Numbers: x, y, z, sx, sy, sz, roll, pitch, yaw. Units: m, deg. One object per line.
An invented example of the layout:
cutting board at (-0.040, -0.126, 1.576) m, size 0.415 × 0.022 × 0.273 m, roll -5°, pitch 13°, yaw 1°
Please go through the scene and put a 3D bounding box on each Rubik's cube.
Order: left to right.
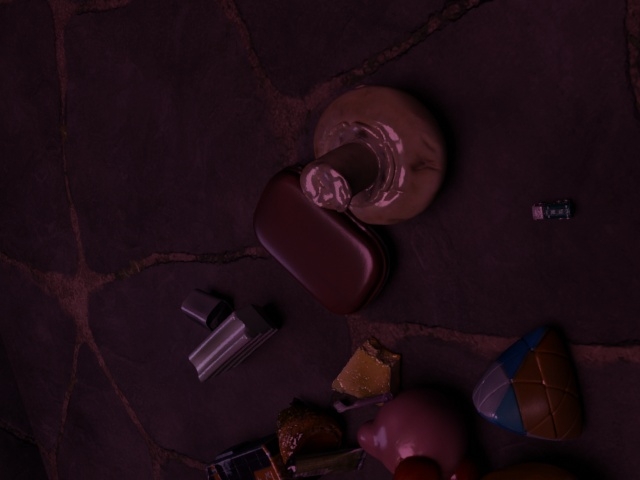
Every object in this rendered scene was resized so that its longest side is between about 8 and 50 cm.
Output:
Rubik's cube at (0.437, 0.338, 1.460) m, size 0.254 × 0.254 × 0.255 m, roll 12°, pitch 110°, yaw 36°

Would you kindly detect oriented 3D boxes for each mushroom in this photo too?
mushroom at (0.095, -0.170, 1.447) m, size 0.314 × 0.336 × 0.315 m, roll 13°, pitch 116°, yaw 28°

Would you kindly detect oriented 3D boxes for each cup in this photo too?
cup at (-0.330, 0.220, 2.063) m, size 0.129 × 0.095 × 0.128 m, roll 22°, pitch 154°, yaw 37°

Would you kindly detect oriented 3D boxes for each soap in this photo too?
soap at (-0.242, 0.283, 1.953) m, size 0.289 × 0.172 × 0.095 m, roll -44°, pitch 74°, yaw 38°

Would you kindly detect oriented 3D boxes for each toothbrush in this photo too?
toothbrush at (0.099, 0.402, 1.715) m, size 0.029 × 0.024 × 0.354 m, roll 44°, pitch 155°, yaw -1°

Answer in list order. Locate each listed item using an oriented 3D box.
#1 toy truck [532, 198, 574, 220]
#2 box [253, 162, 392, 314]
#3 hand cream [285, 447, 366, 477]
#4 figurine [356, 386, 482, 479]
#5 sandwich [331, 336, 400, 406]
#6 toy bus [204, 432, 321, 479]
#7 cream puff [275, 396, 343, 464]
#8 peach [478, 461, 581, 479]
toy truck at (0.463, -0.059, 1.368) m, size 0.083 × 0.044 × 0.039 m, roll -3°, pitch 98°, yaw 39°
box at (0.000, 0.000, 1.717) m, size 0.404 × 0.108 × 0.263 m, roll 44°, pitch 125°, yaw 21°
hand cream at (0.013, 0.586, 1.813) m, size 0.055 × 0.235 × 0.086 m, roll -124°, pitch 43°, yaw -51°
figurine at (0.242, 0.453, 1.576) m, size 0.261 × 0.269 × 0.211 m, roll 45°, pitch 116°, yaw 50°
sandwich at (0.114, 0.326, 1.756) m, size 0.193 × 0.058 × 0.163 m, roll 9°, pitch 106°, yaw 39°
toy bus at (-0.179, 0.687, 2.031) m, size 0.323 × 0.162 × 0.194 m, roll -31°, pitch 82°, yaw 39°
cream puff at (-0.047, 0.520, 1.892) m, size 0.169 × 0.183 × 0.183 m, roll 47°, pitch 131°, yaw 51°
peach at (0.443, 0.602, 1.435) m, size 0.308 × 0.288 × 0.289 m, roll 166°, pitch 85°, yaw -74°
